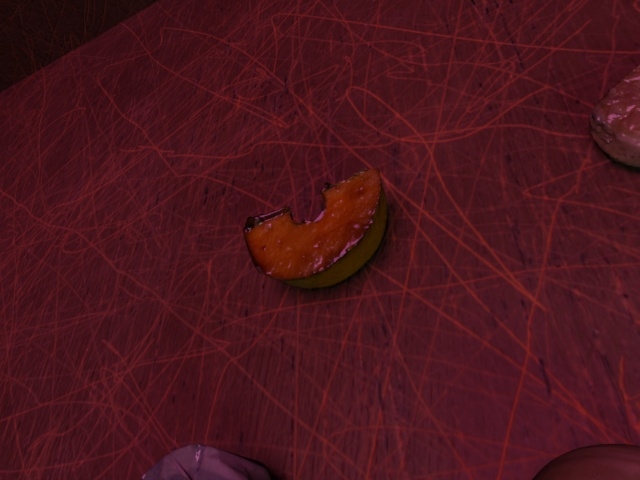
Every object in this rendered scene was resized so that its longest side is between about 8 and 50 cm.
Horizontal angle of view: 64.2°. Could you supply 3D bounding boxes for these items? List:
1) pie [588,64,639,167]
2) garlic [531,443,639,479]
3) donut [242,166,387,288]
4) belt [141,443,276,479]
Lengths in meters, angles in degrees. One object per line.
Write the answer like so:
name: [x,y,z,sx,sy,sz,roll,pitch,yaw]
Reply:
pie: [0.474,-0.177,0.660,0.218,0.052,0.185,-39,45,0]
garlic: [0.289,0.268,0.432,0.244,0.145,0.164,8,96,34]
donut: [-0.004,0.005,0.803,0.258,0.101,0.152,-19,51,19]
belt: [-0.098,0.398,0.577,0.212,0.117,0.347,-47,47,-1]
